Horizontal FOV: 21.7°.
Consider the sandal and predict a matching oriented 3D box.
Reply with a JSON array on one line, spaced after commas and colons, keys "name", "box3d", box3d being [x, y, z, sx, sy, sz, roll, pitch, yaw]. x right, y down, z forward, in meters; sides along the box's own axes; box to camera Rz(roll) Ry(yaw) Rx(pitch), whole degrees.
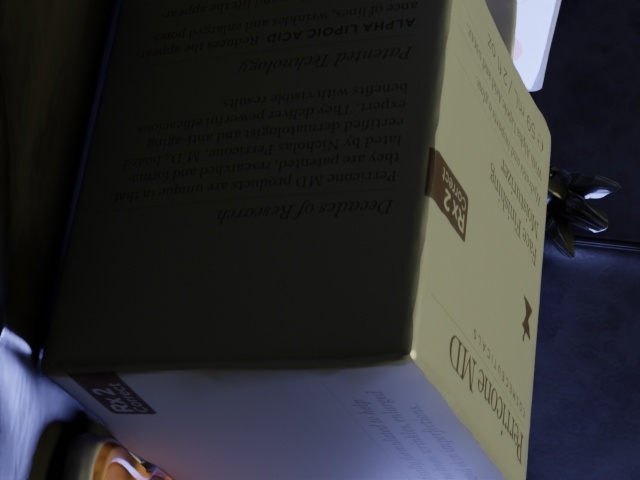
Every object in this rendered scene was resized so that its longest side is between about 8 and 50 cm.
[{"name": "sandal", "box3d": [-0.068, 0.146, 0.775, 0.265, 0.076, 0.102, 82, 15, -78]}]

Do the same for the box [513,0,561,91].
[{"name": "box", "box3d": [0.063, -0.263, 1.084, 0.345, 0.215, 0.168, 92, 5, -64]}]

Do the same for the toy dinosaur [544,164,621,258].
[{"name": "toy dinosaur", "box3d": [0.047, -0.042, 1.029, 0.164, 0.218, 0.322, -44, -157, 34]}]

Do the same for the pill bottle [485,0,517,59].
[{"name": "pill bottle", "box3d": [0.007, -0.092, 0.812, 0.094, 0.169, 0.094, 6, 90, -87]}]

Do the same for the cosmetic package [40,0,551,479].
[{"name": "cosmetic package", "box3d": [0.000, 0.000, 0.687, 0.151, 0.151, 0.183, 51, 40, -54]}]
